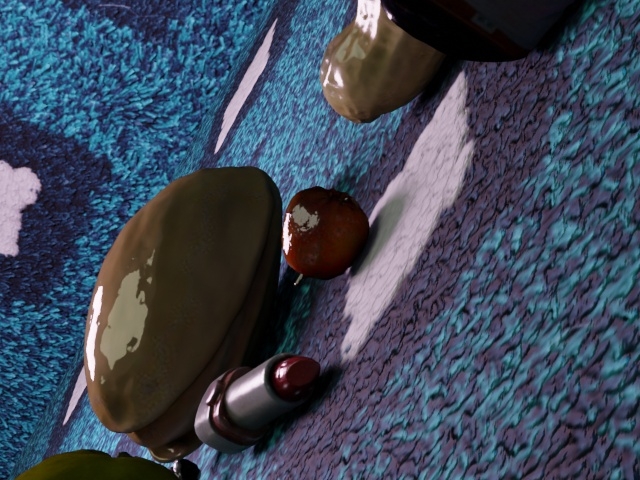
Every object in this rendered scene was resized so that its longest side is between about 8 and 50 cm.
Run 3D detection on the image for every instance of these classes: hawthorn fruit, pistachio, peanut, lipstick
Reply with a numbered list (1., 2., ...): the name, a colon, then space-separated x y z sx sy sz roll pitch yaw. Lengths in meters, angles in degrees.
1. hawthorn fruit: 0.003 -0.005 1.318 0.077 0.077 0.077 -60 11 20
2. pistachio: -0.122 0.057 1.538 0.181 0.162 0.293 -2 56 43
3. peanut: 0.065 -0.175 1.330 0.214 0.099 0.090 -58 11 39
4. lipstick: -0.044 0.118 1.293 0.186 0.057 0.063 -39 27 61

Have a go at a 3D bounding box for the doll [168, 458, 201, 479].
1. doll: -0.166 0.291 1.451 0.219 0.067 0.091 -56 22 13

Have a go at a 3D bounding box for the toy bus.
1. toy bus: 0.122 -0.248 1.156 0.147 0.127 0.302 -51 15 35

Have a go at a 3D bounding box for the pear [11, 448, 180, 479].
1. pear: -0.171 0.270 1.131 0.212 0.212 0.269 133 155 -58
